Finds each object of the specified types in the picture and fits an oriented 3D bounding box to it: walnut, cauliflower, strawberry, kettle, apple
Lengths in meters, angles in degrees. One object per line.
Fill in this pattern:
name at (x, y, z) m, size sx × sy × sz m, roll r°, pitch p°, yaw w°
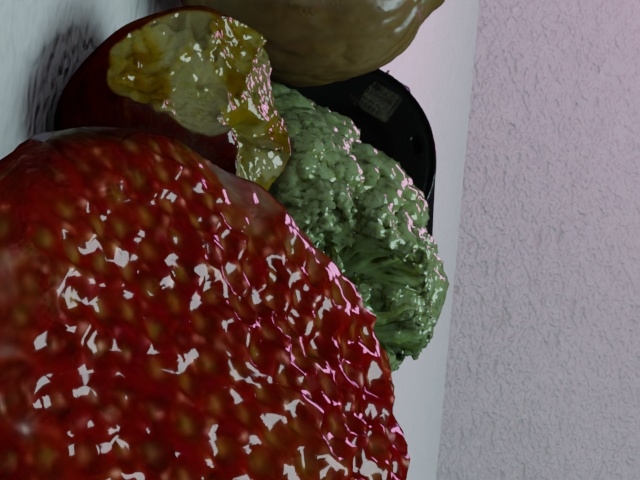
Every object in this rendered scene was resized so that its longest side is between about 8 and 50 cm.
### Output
walnut at (-0.004, -0.229, 1.074) m, size 0.228 × 0.228 × 0.227 m, roll 7°, pitch 90°, yaw -78°
cauliflower at (-0.040, 0.023, 1.056) m, size 0.250 × 0.272 × 0.275 m, roll -34°, pitch 142°, yaw -21°
strawberry at (-0.099, 0.106, 0.759) m, size 0.312 × 0.267 × 0.351 m, roll -26°, pitch 110°, yaw -41°
kettle at (0.015, -0.001, 1.371) m, size 0.308 × 0.203 × 0.262 m, roll 69°, pitch 28°, yaw -72°
apple at (-0.098, -0.071, 0.914) m, size 0.156 × 0.147 × 0.158 m, roll 46°, pitch 31°, yaw -22°

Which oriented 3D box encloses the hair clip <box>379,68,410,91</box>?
hair clip at (0.060, -0.210, 1.779) m, size 0.257 × 0.075 × 0.146 m, roll 37°, pitch 58°, yaw -69°
